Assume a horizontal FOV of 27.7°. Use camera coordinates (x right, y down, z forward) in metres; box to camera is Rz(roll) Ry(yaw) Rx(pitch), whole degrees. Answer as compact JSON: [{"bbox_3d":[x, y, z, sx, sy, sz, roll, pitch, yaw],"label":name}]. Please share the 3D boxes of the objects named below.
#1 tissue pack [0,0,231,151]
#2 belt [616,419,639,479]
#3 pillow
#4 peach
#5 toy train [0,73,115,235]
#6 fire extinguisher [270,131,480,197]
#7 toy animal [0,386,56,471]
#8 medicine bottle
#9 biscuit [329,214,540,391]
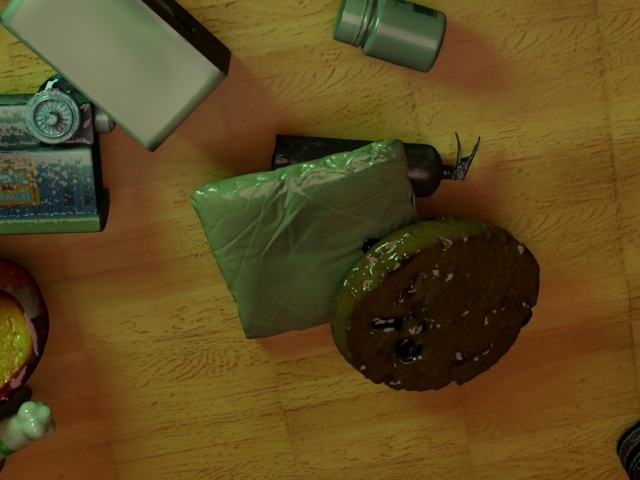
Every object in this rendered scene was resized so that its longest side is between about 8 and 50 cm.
[{"bbox_3d":[-0.245,-0.247,1.572,0.246,0.159,0.136,40,104,-15],"label":"tissue pack"},{"bbox_3d":[0.553,0.214,1.800,0.126,0.094,0.359,30,103,-11],"label":"belt"},{"bbox_3d":[-0.001,0.001,1.680,0.275,0.076,0.280,-15,132,5],"label":"pillow"},{"bbox_3d":[-0.448,0.127,1.640,0.196,0.226,0.189,13,132,2],"label":"peach"},{"bbox_3d":[-0.405,-0.102,1.624,0.300,0.131,0.201,-1,110,-2],"label":"toy train"},{"bbox_3d":[0.071,-0.104,1.681,0.268,0.072,0.089,3,96,-4],"label":"fire extinguisher"},{"bbox_3d":[-0.515,0.297,1.729,0.180,0.181,0.363,31,107,-25],"label":"toy animal"},{"bbox_3d":[0.086,-0.265,1.623,0.130,0.080,0.080,17,107,-8],"label":"medicine bottle"},{"bbox_3d":[0.154,0.092,1.698,0.296,0.075,0.295,-10,130,-12],"label":"biscuit"}]
